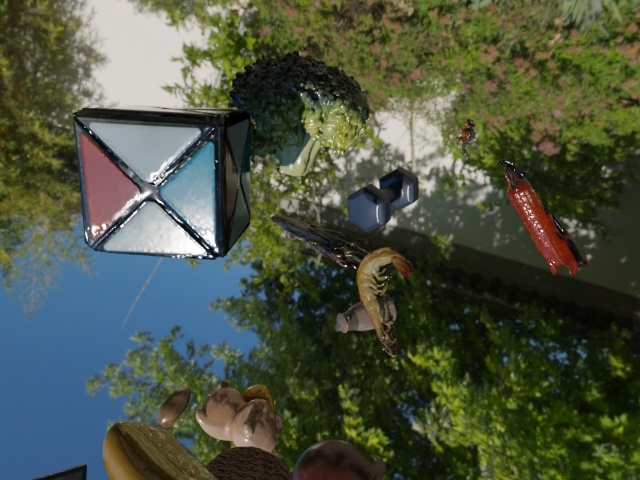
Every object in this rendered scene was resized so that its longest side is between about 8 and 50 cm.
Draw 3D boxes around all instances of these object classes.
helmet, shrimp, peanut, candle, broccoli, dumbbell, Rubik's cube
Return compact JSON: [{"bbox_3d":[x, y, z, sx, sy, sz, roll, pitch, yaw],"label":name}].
[{"bbox_3d":[0.034,0.914,1.904,0.230,0.385,0.337,52,-171,-4],"label":"helmet"},{"bbox_3d":[0.003,-0.008,1.246,0.289,0.075,0.178,32,178,0],"label":"shrimp"},{"bbox_3d":[-0.490,0.554,1.620,0.076,0.076,0.152,20,-128,13],"label":"peanut"},{"bbox_3d":[0.443,-0.044,0.968,0.301,0.084,0.059,52,154,-15],"label":"candle"},{"bbox_3d":[-0.053,-0.298,1.174,0.348,0.280,0.293,6,-147,-15],"label":"broccoli"},{"bbox_3d":[0.226,-0.149,1.692,0.160,0.144,0.325,38,-143,16],"label":"dumbbell"},{"bbox_3d":[0.115,0.091,0.776,0.034,0.124,0.178,10,-131,-37],"label":"shrimp"},{"bbox_3d":[-0.269,-0.119,0.888,0.247,0.249,0.248,3,-161,2],"label":"Rubik's cube"}]

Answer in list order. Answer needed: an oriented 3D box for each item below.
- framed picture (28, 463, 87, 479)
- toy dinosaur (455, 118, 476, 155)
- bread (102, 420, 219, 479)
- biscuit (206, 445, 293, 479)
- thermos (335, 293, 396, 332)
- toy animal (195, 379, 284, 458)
[{"bbox_3d":[-0.689,0.680,1.072,0.016,0.264,0.347,-7,169,32],"label":"framed picture"},{"bbox_3d":[0.470,-0.335,1.550,0.055,0.154,0.049,26,154,-18],"label":"toy dinosaur"},{"bbox_3d":[-0.251,0.368,0.743,0.217,0.098,0.147,17,159,43],"label":"bread"},{"bbox_3d":[-0.194,0.676,1.311,0.262,0.037,0.262,16,-154,-8],"label":"biscuit"},{"bbox_3d":[0.140,0.260,1.611,0.193,0.137,0.104,-15,-113,-27],"label":"thermos"},{"bbox_3d":[-0.272,0.684,1.861,0.345,0.277,0.247,49,153,-19],"label":"toy animal"}]
